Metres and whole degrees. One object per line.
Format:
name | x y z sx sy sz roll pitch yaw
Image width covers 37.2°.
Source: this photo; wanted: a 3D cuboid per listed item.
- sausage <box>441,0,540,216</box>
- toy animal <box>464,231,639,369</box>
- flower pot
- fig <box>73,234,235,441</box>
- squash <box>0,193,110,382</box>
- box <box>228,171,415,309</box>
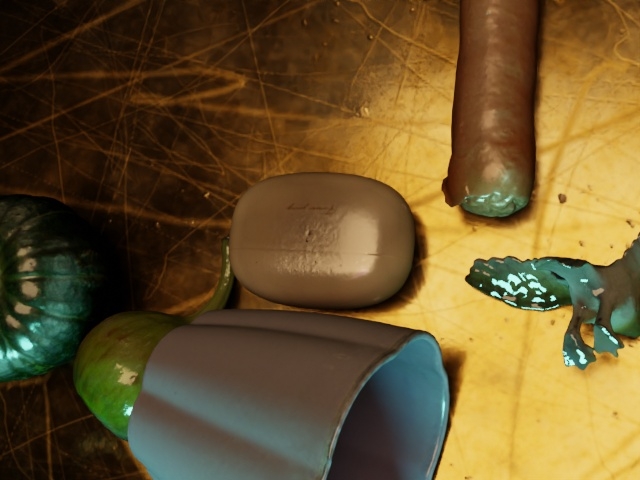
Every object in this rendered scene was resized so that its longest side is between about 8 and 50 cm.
sausage | 0.186 -0.233 0.988 0.094 0.094 0.418 -1 81 39
toy animal | 0.263 0.064 0.886 0.273 0.160 0.197 -22 96 37
flower pot | -0.040 0.182 0.906 0.243 0.265 0.265 15 85 27
fig | -0.156 0.102 1.035 0.149 0.149 0.245 37 73 19
squash | -0.341 0.052 1.051 0.218 0.172 0.218 -1 98 -5
box | 0.000 0.000 1.004 0.200 0.088 0.145 3 80 18
